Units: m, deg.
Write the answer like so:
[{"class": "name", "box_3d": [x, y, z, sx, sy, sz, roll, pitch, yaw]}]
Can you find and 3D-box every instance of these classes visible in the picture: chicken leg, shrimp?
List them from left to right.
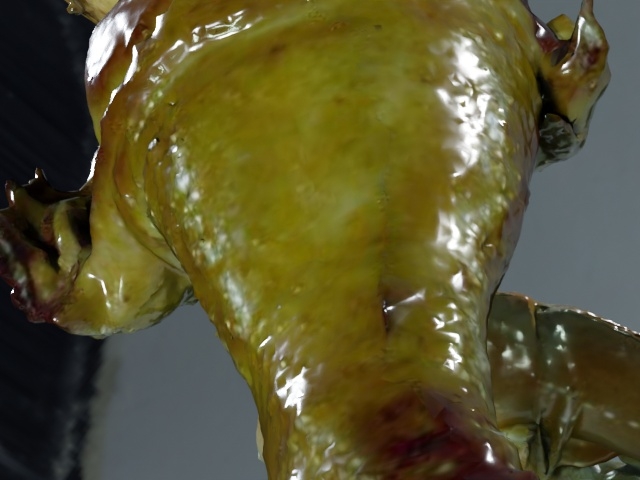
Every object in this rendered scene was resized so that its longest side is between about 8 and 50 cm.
[{"class": "chicken leg", "box_3d": [-0.013, -0.007, 0.558, 0.212, 0.140, 0.361, -17, 35, 24]}, {"class": "shrimp", "box_3d": [0.119, 0.097, 0.666, 0.062, 0.294, 0.154, -84, 17, -48]}]

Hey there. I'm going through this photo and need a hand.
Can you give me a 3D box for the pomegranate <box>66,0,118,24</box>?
[{"class": "pomegranate", "box_3d": [-0.020, -0.214, 0.809, 0.281, 0.281, 0.281, -23, 46, 26]}]
